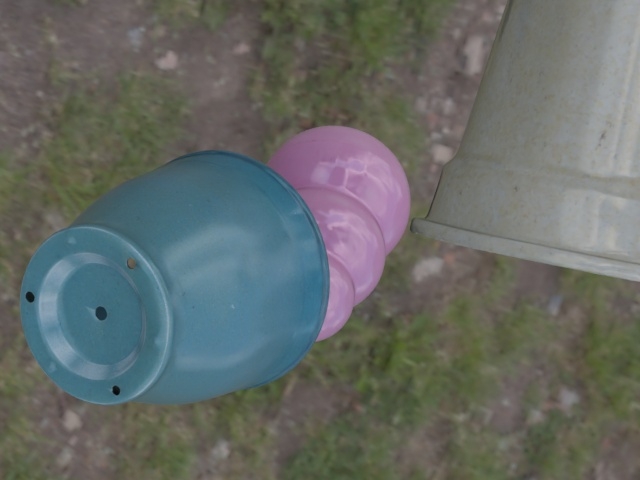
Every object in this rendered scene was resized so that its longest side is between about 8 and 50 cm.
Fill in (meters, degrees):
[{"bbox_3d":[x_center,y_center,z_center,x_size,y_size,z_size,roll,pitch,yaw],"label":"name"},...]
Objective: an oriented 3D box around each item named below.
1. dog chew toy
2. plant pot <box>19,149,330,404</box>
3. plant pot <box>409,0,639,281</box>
[{"bbox_3d":[0.000,0.000,2.004,0.332,0.207,0.206,-71,146,-47],"label":"dog chew toy"},{"bbox_3d":[-0.168,0.055,1.607,0.255,0.272,0.271,-20,120,-60],"label":"plant pot"},{"bbox_3d":[0.263,-0.126,1.234,0.334,0.334,0.305,7,95,-42],"label":"plant pot"}]
